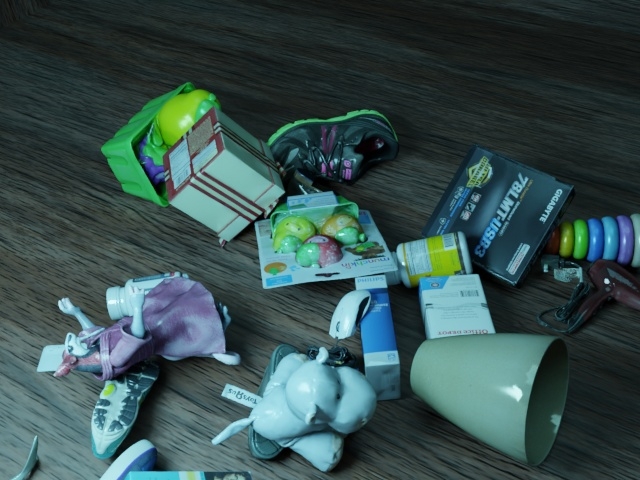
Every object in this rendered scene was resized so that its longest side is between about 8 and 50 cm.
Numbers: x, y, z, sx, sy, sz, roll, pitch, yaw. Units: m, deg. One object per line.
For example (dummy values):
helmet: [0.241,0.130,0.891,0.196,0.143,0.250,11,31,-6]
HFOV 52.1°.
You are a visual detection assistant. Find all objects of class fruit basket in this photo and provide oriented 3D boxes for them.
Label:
fruit basket: [0.000,0.000,1.679,0.327,0.165,0.353,-7,23,-5]
fruit basket: [-0.421,-0.311,1.975,0.392,0.283,0.392,-13,36,10]

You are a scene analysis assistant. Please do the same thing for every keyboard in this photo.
keyboard: [-0.537,0.273,1.556,0.256,0.014,0.072,-4,48,-1]

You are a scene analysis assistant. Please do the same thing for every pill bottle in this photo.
pill bottle: [-0.428,0.142,1.620,0.180,0.108,0.108,-8,43,-6]
pill bottle: [0.269,0.053,1.658,0.215,0.117,0.117,-12,41,13]

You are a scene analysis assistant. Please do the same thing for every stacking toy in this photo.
stacking toy: [0.672,0.002,1.720,0.330,0.141,0.141,-1,42,12]

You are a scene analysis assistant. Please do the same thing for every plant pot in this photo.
plant pot: [0.335,0.296,1.350,0.274,0.256,0.256,8,41,37]

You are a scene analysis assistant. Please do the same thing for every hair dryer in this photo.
hair dryer: [0.684,0.144,1.614,0.293,0.080,0.224,2,59,13]

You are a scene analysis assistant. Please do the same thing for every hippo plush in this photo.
hippo plush: [-0.018,0.291,1.285,0.294,0.236,0.234,21,47,-15]

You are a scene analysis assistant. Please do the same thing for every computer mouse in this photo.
computer mouse: [0.047,0.181,1.445,0.106,0.042,0.193,0,54,46]

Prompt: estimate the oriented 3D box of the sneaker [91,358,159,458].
sneaker: [-0.428,0.346,1.404,0.107,0.110,0.275,18,26,-3]

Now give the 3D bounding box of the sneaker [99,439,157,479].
sneaker: [-0.329,0.545,1.194,0.236,0.130,0.323,30,36,7]

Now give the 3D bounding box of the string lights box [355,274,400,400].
string lights box: [0.130,0.218,1.493,0.076,0.133,0.260,-6,42,2]

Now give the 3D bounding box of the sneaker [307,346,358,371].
sneaker: [0.011,0.271,1.478,0.152,0.085,0.058,10,44,13]

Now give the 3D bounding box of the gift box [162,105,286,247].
gift box: [-0.261,-0.155,1.785,0.255,0.258,0.276,-37,44,22]

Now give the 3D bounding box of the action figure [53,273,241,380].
action figure: [-0.400,0.216,1.424,0.370,0.276,0.248,-29,17,-39]

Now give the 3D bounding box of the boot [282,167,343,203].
boot: [-0.006,-0.107,1.907,0.219,0.106,0.082,38,22,5]

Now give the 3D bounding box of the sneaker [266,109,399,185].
sneaker: [0.025,-0.262,1.984,0.482,0.185,0.202,-22,48,-15]

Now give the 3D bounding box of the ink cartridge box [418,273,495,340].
ink cartridge box: [0.321,0.183,1.558,0.148,0.086,0.203,-2,44,1]

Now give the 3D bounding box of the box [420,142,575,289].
box: [0.461,-0.068,1.720,0.293,0.073,0.295,32,91,31]

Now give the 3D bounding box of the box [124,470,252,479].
box: [-0.235,0.480,1.193,0.244,0.060,0.100,13,36,-33]

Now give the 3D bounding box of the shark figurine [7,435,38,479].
shark figurine: [-0.693,0.475,1.273,0.278,0.116,0.166,-7,44,-3]

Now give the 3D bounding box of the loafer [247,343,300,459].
loafer: [-0.101,0.355,1.414,0.096,0.084,0.267,28,46,-14]
